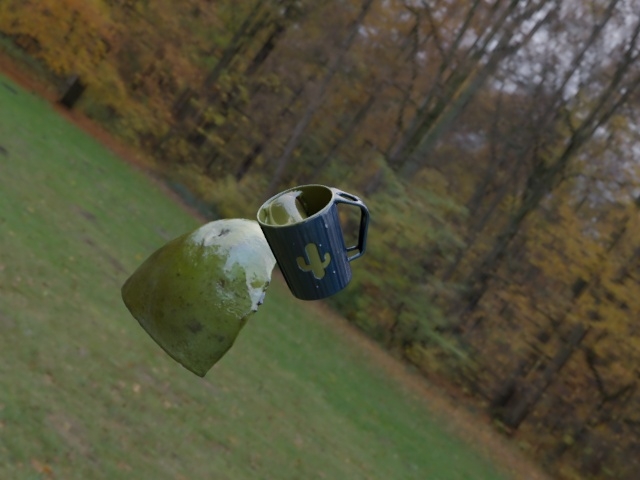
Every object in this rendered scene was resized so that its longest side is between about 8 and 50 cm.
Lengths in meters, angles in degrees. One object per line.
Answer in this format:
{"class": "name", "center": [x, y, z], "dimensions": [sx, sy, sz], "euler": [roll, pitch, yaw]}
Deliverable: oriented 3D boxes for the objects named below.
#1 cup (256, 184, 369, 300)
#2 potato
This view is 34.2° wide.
{"class": "cup", "center": [0.000, 0.000, 1.703], "dimensions": [0.131, 0.176, 0.155], "euler": [-110, -177, -62]}
{"class": "potato", "center": [-0.234, 0.058, 2.055], "dimensions": [0.213, 0.280, 0.330], "euler": [33, 18, -17]}
